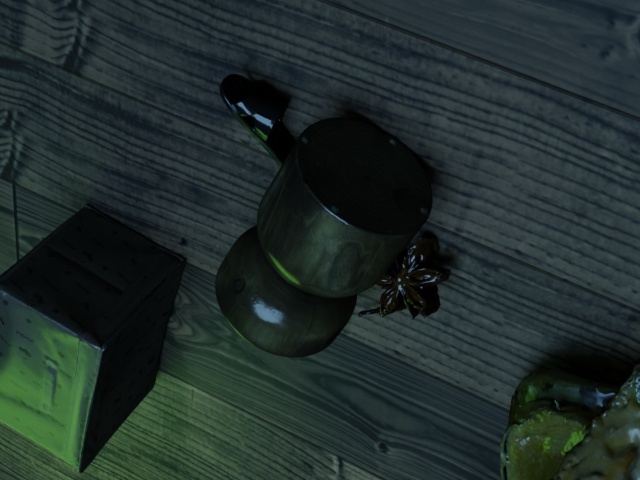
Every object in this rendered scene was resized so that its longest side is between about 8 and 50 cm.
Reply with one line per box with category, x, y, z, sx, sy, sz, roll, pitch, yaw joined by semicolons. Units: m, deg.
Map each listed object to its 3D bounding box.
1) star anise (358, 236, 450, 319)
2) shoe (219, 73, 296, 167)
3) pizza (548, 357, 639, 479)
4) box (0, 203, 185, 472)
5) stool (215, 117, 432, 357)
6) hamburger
star anise;0.099;0.063;1.628;0.191;0.070;0.097;-26;80;45
shoe;-0.056;-0.147;1.567;0.053;0.062;0.159;-19;118;39
pizza;0.402;0.293;1.466;0.080;0.435;0.391;34;113;54
box;-0.350;0.142;1.872;0.190;0.225;0.297;29;134;10
stool;0.000;0.000;1.553;0.179;0.179;0.264;38;134;3
hamburger;0.313;0.286;1.590;0.211;0.132;0.308;21;130;44
